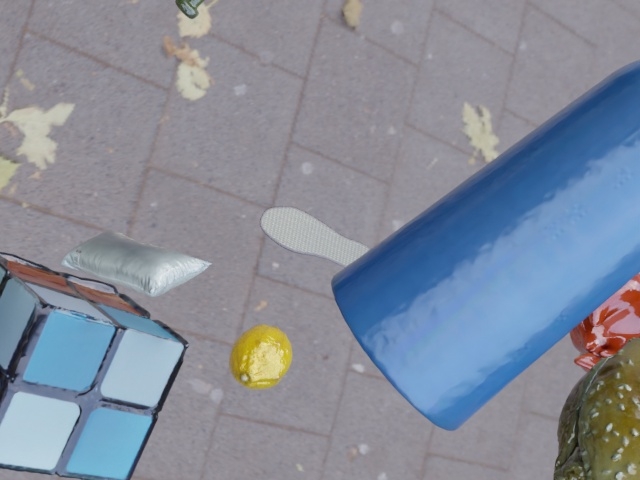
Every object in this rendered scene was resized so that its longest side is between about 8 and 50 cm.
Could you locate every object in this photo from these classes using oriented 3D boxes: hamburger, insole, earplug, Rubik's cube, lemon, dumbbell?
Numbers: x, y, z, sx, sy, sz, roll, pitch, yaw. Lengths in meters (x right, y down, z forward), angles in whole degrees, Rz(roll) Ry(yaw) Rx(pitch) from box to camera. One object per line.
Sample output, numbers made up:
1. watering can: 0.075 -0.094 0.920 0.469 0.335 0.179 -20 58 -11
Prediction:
1. hamburger: 0.288 0.168 0.716 0.189 0.122 0.215 36 56 5
2. insole: 0.000 0.000 1.699 0.253 0.005 0.086 23 67 -23
3. earplug: 0.151 -0.010 0.586 0.273 0.132 0.132 -40 116 13
4. Rubik's cube: -0.273 0.129 0.932 0.183 0.180 0.167 21 93 -44
5. lemon: -0.113 0.222 1.705 0.114 0.114 0.155 61 29 -17
6. dumbbell: -0.198 -0.437 1.570 0.118 0.052 0.046 -41 96 11

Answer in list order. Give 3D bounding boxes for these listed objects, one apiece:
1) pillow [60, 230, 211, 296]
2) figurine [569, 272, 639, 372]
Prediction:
1. pillow: -0.322 0.037 1.577 0.144 0.254 0.078 -19 115 -48
2. figurine: 0.368 0.086 0.954 0.181 0.257 0.208 30 72 -23
